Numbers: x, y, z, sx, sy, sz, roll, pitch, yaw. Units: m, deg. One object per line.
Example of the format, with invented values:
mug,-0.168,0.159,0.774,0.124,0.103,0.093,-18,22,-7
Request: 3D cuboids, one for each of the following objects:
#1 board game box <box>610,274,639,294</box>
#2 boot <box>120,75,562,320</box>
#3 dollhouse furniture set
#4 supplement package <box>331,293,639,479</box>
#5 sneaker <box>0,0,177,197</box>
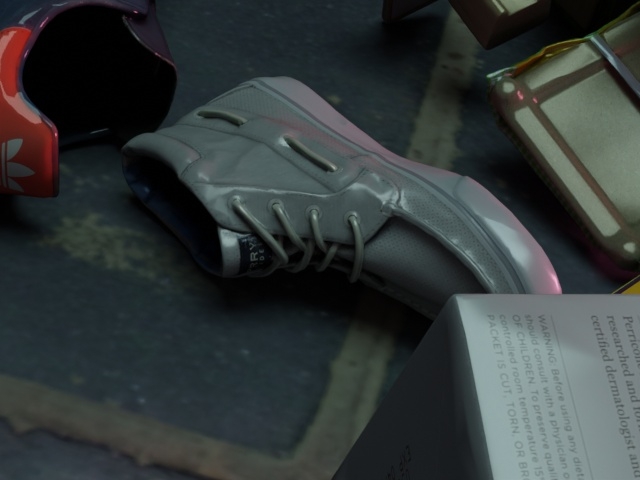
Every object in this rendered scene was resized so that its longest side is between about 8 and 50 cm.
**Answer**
board game box,0.225,0.072,0.727,0.170,0.048,0.141,-26,50,-38
boot,0.000,0.000,0.732,0.123,0.095,0.258,-28,45,-32
dollhouse furniture set,0.189,-0.110,0.927,0.197,0.151,0.301,-28,69,-14
supplement package,0.173,0.134,0.501,0.293,0.177,0.175,0,59,-15
sneaker,-0.138,-0.144,0.834,0.148,0.131,0.350,20,49,10
